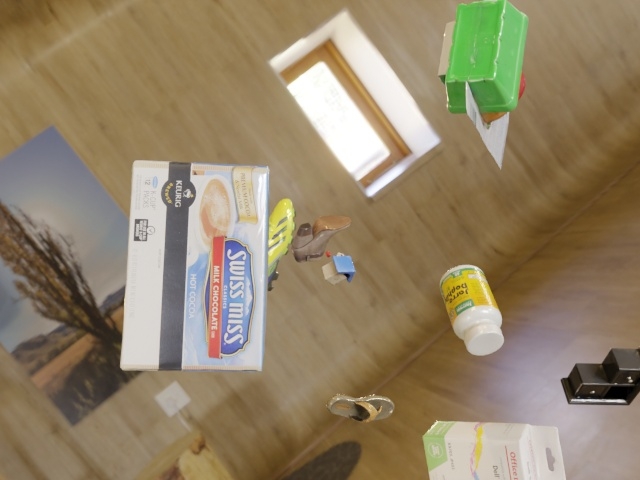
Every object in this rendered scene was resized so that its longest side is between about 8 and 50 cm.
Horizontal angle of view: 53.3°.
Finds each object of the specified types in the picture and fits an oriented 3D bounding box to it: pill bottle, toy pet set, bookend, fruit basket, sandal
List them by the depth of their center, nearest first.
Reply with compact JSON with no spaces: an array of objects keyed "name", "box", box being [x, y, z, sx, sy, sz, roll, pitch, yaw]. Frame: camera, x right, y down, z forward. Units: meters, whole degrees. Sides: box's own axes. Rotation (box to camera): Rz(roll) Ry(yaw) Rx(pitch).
[{"name":"toy pet set","box":[0.029,0.033,1.398,0.065,0.114,0.122,-28,-36,15]},{"name":"fruit basket","box":[0.388,-0.373,1.472,0.165,0.327,0.353,6,-10,24]},{"name":"bookend","box":[0.688,0.325,1.533,0.072,0.156,0.157,-91,5,-45]},{"name":"pill bottle","box":[0.366,0.168,1.534,0.118,0.117,0.208,-35,38,22]},{"name":"sandal","box":[0.103,0.427,1.604,0.049,0.180,0.072,-125,49,-64]}]

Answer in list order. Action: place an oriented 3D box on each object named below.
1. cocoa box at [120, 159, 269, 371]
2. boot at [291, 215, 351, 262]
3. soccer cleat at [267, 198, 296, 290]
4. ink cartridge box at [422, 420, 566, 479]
[{"name":"cocoa box","box":[-0.207,0.054,1.130,0.228,0.347,0.231,2,-8,-5]},{"name":"boot","box":[0.000,0.000,1.236,0.118,0.087,0.042,-8,41,-15]},{"name":"soccer cleat","box":[-0.155,0.014,1.800,0.093,0.121,0.289,-126,54,-66]},{"name":"ink cartridge box","box":[0.482,0.624,1.773,0.353,0.207,0.119,-9,3,32]}]
